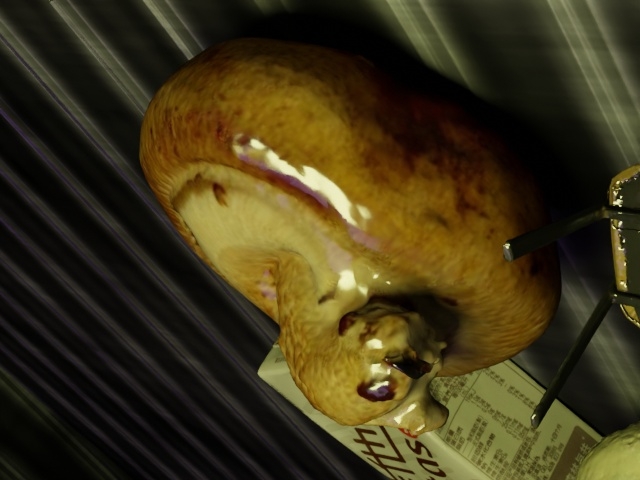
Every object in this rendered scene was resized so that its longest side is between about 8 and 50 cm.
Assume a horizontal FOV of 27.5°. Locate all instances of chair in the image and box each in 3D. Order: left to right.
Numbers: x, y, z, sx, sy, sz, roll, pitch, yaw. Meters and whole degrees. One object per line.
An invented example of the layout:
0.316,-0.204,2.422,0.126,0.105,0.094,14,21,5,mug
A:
0.256,0.030,0.859,0.159,0.247,0.172,12,127,37,chair

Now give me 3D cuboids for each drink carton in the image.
0.120,0.182,1.379,0.324,0.132,0.194,40,155,-16,drink carton

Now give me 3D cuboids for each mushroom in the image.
0.000,0.000,0.990,0.345,0.259,0.345,26,156,13,mushroom

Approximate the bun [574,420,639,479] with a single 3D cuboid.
0.357,0.247,1.187,0.259,0.152,0.259,35,168,8,bun
